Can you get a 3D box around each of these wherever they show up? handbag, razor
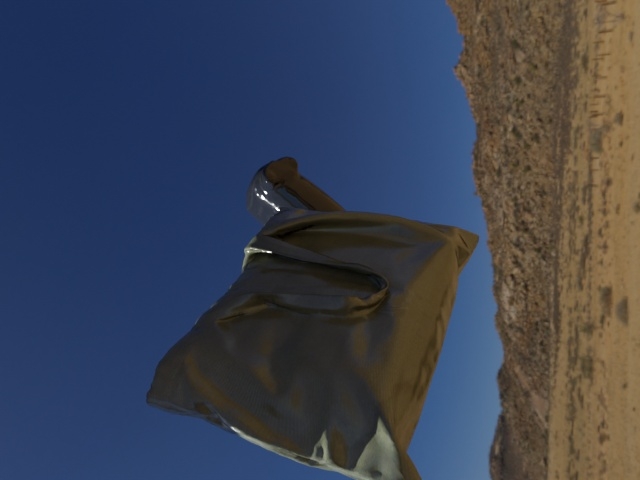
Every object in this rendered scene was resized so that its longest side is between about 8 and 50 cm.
[{"bbox_3d":[0.011,0.064,0.462,0.316,0.253,0.109,-59,-32,-45],"label":"handbag"},{"bbox_3d":[0.002,0.000,0.900,0.113,0.349,0.204,-40,-5,-25],"label":"razor"}]
